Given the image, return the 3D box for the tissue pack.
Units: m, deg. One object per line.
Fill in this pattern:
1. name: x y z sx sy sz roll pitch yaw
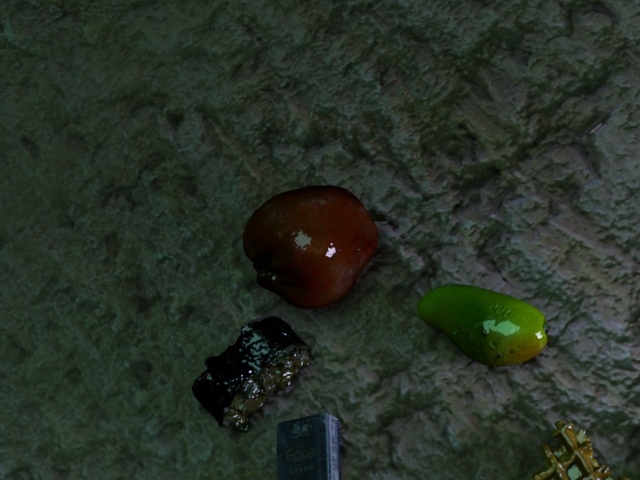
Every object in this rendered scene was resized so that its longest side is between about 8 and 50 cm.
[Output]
1. tissue pack: -0.021 0.384 1.934 0.112 0.051 0.156 -17 61 29

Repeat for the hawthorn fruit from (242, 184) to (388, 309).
1. hawthorn fruit: 0.000 0.000 2.034 0.261 0.224 0.224 -26 58 -21

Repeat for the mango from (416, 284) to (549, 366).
1. mango: 0.275 0.145 1.920 0.233 0.111 0.125 12 67 24

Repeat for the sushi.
1. sushi: -0.123 0.232 1.993 0.212 0.147 0.115 -42 60 -7

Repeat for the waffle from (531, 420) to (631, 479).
1. waffle: 0.476 0.421 1.755 0.293 0.069 0.259 7 72 19
